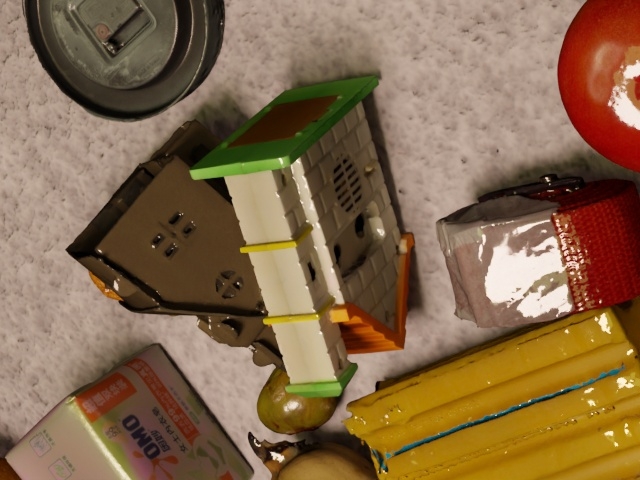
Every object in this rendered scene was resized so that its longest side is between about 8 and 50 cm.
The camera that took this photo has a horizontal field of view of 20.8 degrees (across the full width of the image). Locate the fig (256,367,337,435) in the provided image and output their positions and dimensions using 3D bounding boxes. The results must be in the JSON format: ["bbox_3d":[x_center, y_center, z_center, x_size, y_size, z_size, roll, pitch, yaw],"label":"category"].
[{"bbox_3d":[-0.026,0.154,1.831,0.084,0.082,0.098,162,100,-66],"label":"fig"}]

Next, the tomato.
[{"bbox_3d":[0.301,-0.145,1.517,0.195,0.136,0.195,8,109,25],"label":"tomato"}]

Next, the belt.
[{"bbox_3d":[0.206,0.002,1.621,0.201,0.128,0.124,-11,100,27],"label":"belt"}]

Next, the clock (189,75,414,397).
[{"bbox_3d":[0.000,0.000,1.686,0.106,0.220,0.255,-6,111,28],"label":"clock"}]

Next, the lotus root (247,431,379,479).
[{"bbox_3d":[0.012,0.271,1.816,0.221,0.118,0.125,41,132,9],"label":"lotus root"}]

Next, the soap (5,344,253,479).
[{"bbox_3d":[-0.205,0.245,1.888,0.138,0.182,0.199,-39,87,31],"label":"soap"}]

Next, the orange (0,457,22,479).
[{"bbox_3d":[-0.407,0.375,1.992,0.264,0.264,0.264,9,110,26],"label":"orange"}]

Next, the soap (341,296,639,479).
[{"bbox_3d":[0.202,0.190,1.703,0.324,0.096,0.204,-23,94,32],"label":"soap"}]

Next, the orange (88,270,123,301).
[{"bbox_3d":[-0.214,0.027,1.883,0.083,0.070,0.083,35,155,19],"label":"orange"}]

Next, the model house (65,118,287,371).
[{"bbox_3d":[-0.098,0.022,1.767,0.243,0.211,0.204,42,79,-12],"label":"model house"}]

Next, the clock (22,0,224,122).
[{"bbox_3d":[-0.204,-0.237,1.812,0.226,0.049,0.226,8,108,26],"label":"clock"}]
